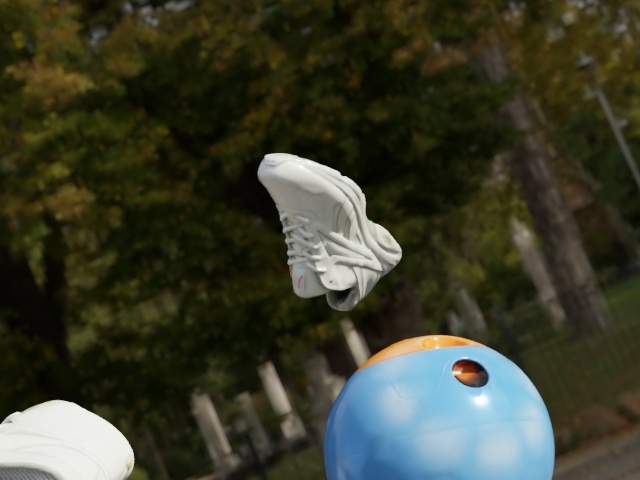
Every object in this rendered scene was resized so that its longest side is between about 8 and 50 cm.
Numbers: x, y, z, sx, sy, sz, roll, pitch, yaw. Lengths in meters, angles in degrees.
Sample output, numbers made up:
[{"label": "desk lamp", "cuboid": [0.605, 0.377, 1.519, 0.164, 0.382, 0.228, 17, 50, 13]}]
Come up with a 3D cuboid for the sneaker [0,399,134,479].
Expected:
[{"label": "sneaker", "cuboid": [-0.320, 0.207, 1.409, 0.292, 0.108, 0.169, 7, 12, 16]}]

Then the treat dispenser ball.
[{"label": "treat dispenser ball", "cuboid": [0.148, 0.263, 1.916, 0.288, 0.288, 0.288, -23, -6, -3]}]

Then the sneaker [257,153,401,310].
[{"label": "sneaker", "cuboid": [0.000, 0.000, 1.603, 0.090, 0.232, 0.115, 13, 66, 43]}]
